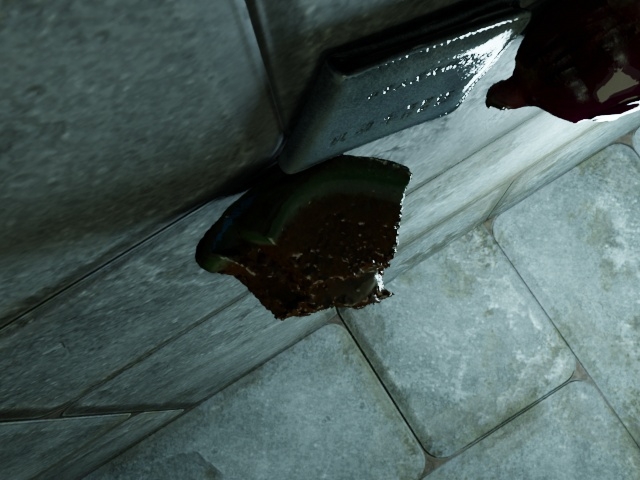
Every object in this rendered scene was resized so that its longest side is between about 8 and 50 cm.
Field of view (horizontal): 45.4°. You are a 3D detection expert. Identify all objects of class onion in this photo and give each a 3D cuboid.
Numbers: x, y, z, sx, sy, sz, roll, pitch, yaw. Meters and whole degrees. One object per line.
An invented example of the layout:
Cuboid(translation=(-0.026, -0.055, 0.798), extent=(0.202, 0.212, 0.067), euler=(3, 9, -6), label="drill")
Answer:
Cuboid(translation=(0.276, -0.178, 0.819), extent=(0.198, 0.135, 0.173), euler=(-38, 165, 34), label="onion")

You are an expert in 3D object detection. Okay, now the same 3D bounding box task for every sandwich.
Cuboid(translation=(-0.005, -0.008, 0.744), extent=(0.235, 0.159, 0.079), euler=(-5, 169, -30), label="sandwich")

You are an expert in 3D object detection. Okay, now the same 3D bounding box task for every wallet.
Cuboid(translation=(0.074, -0.139, 0.684), extent=(0.222, 0.036, 0.167), euler=(-26, 167, -28), label="wallet")
